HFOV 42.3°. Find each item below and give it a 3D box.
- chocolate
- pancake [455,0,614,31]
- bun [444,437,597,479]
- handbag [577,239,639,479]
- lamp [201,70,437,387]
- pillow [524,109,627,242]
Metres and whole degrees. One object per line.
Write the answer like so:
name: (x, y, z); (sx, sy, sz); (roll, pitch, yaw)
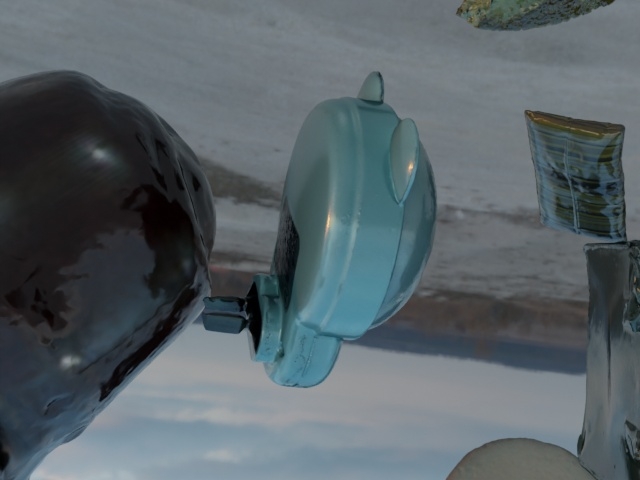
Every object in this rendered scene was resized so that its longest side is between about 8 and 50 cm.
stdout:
chocolate: (-0.276, 0.009, 0.860); (0.331, 0.383, 0.383); (-32, -167, -25)
pancake: (0.350, -0.390, 1.094); (0.376, 0.054, 0.197); (-25, 143, 17)
bun: (0.285, 0.431, 1.206); (0.263, 0.263, 0.175); (8, 152, 0)
handbag: (0.304, 0.121, 0.790); (0.079, 0.247, 0.260); (1, -179, 9)
lamp: (0.011, 0.004, 0.735); (0.147, 0.284, 0.209); (28, -160, -20)
pillow: (0.294, -0.067, 0.948); (0.113, 0.038, 0.203); (18, 151, 32)
